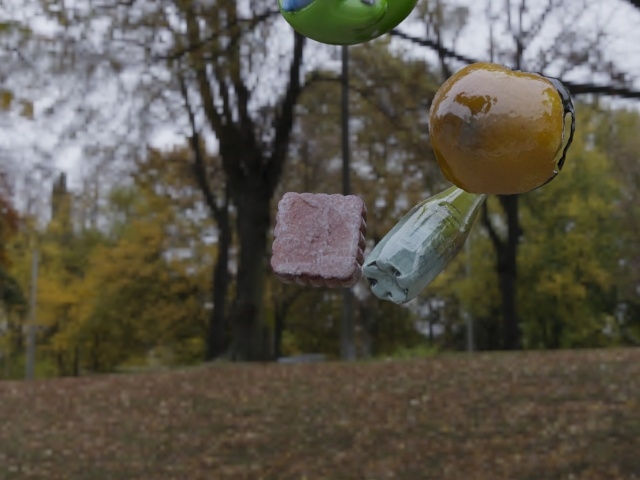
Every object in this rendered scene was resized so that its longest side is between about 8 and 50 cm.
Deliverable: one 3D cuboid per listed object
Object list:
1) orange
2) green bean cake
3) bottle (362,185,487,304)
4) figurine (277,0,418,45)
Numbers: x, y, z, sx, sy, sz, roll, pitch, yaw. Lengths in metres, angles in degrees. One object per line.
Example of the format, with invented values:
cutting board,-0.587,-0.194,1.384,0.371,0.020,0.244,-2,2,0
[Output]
orange,0.185,-0.121,1.362,0.170,0.160,0.112,-39,-15,23
green bean cake,0.000,0.000,1.853,0.135,0.135,0.056,4,-18,12
bottle,0.156,-0.021,1.619,0.083,0.083,0.269,-13,23,49
figurine,0.003,-0.282,1.266,0.263,0.162,0.143,27,-26,48
